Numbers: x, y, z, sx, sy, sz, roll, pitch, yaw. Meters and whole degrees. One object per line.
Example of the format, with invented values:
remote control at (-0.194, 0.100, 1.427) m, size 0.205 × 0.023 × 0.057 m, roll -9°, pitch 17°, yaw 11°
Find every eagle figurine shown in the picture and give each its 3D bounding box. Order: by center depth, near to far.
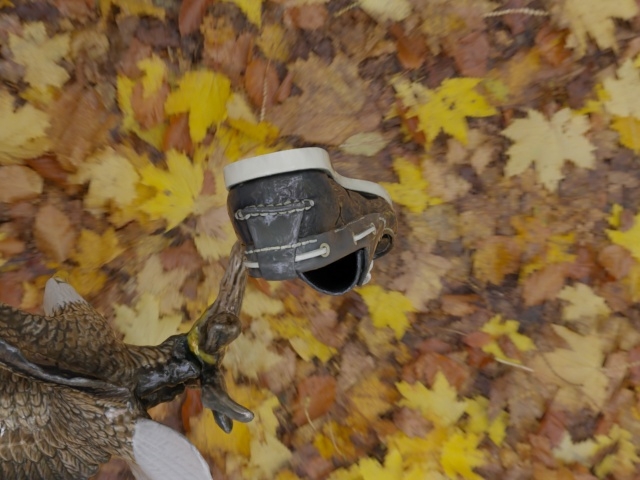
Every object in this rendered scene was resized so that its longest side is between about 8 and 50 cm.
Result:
eagle figurine at (-0.212, 0.090, 0.921) m, size 0.298 × 0.225 × 0.226 m, roll 1°, pitch 94°, yaw -21°

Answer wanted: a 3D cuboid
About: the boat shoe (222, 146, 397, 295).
boat shoe at (0.000, 0.000, 0.794) m, size 0.084 × 0.233 × 0.079 m, roll -17°, pitch 80°, yaw 14°
